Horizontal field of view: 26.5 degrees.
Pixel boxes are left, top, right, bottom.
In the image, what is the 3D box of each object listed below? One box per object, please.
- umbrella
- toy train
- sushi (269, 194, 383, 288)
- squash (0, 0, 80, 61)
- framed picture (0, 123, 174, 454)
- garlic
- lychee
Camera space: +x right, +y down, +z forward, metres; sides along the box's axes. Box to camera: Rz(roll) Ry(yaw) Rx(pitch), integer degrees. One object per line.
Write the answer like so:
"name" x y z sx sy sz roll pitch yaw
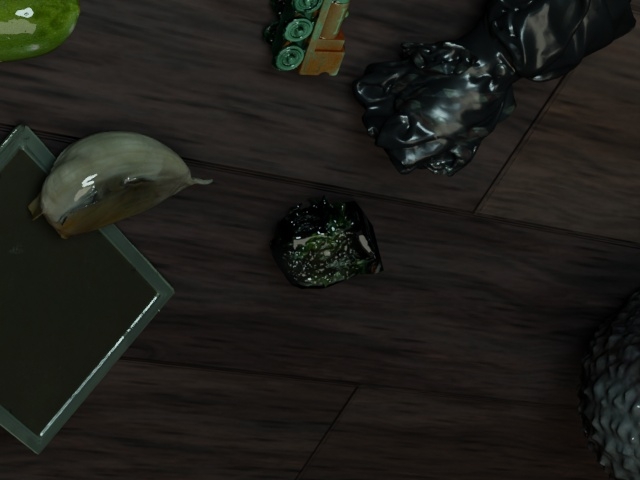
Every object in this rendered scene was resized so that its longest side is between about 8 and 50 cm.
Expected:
"umbrella" 0.154 -0.161 1.095 0.272 0.110 0.122 -40 98 19
"toy train" -0.005 -0.175 1.065 0.064 0.044 0.103 -2 136 -23
"sushi" 0.000 0.000 1.237 0.083 0.056 0.084 -23 139 14
"squash" -0.272 -0.156 0.969 0.201 0.066 0.066 -8 136 -12
"framed picture" -0.249 0.048 1.154 0.197 0.014 0.252 -51 137 -14
"garlic" -0.168 -0.055 1.114 0.152 0.066 0.084 -25 161 -12
"lychee" 0.400 0.170 1.367 0.300 0.300 0.300 -10 136 -10
